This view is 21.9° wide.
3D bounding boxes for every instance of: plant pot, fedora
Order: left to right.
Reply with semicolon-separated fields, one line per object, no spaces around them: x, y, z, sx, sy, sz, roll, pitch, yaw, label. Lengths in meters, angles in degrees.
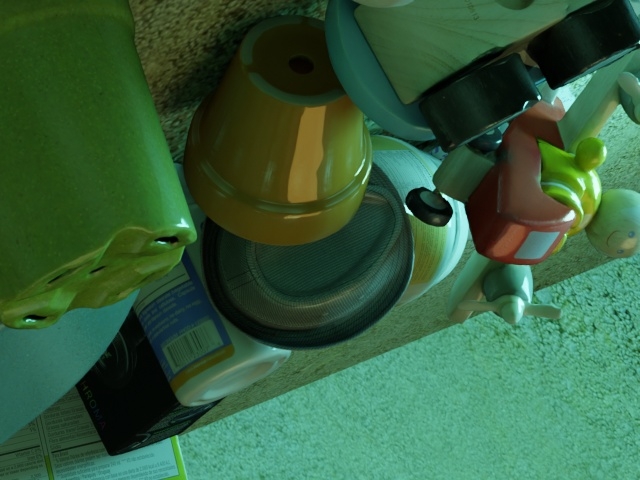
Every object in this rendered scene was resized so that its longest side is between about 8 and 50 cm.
-0.325;0.032;1.629;0.252;0.247;0.248;-30;156;-8;plant pot
-0.238;-0.073;1.412;0.276;0.254;0.276;-25;167;-6;plant pot
-0.035;-0.130;1.761;0.205;0.205;0.188;-21;151;-24;plant pot
0.000;0.000;1.895;0.275;0.243;0.124;-19;179;-19;fedora

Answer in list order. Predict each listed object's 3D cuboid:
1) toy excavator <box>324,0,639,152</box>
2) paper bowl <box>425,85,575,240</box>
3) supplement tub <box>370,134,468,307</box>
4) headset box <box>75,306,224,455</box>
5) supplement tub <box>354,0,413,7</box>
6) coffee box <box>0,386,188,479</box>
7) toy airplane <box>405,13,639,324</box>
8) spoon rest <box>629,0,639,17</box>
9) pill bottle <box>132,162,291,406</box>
0.162;-0.229;1.758;0.433;0.222;0.445;-29;180;-26;toy excavator
0.261;-0.101;2.394;0.284;0.148;0.284;-28;-179;0;paper bowl
0.029;-0.019;2.170;0.241;0.241;0.331;-34;165;30;supplement tub
-0.215;0.113;2.196;0.131;0.246;0.283;-15;164;-43;headset box
0.137;-0.321;1.230;0.316;0.228;0.228;-22;166;-21;supplement tub
-0.382;0.334;2.446;0.338;0.334;0.337;-13;165;-11;coffee box
0.296;-0.079;2.062;0.384;0.272;0.386;-54;174;-16;toy airplane
0.395;-0.300;2.089;0.137;0.084;0.276;9;-169;33;spoon rest
-0.158;0.050;2.002;0.152;0.272;0.152;-25;166;-7;pill bottle
